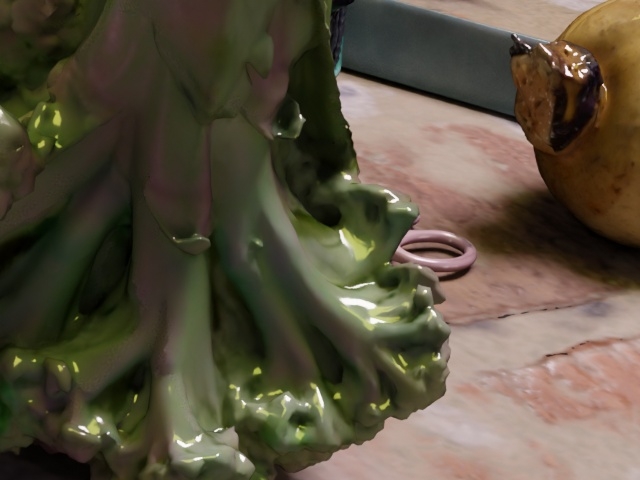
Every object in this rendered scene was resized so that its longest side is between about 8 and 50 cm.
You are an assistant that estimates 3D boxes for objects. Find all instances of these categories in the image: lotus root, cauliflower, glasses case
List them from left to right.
[{"bbox_3d":[-0.054,-0.053,0.493,0.239,0.315,0.256,16,43,-16],"label":"cauliflower"},{"bbox_3d":[0.124,-0.121,1.010,0.266,0.056,0.105,18,1,14],"label":"glasses case"},{"bbox_3d":[0.217,-0.064,0.804,0.257,0.140,0.154,4,58,-19],"label":"lotus root"}]

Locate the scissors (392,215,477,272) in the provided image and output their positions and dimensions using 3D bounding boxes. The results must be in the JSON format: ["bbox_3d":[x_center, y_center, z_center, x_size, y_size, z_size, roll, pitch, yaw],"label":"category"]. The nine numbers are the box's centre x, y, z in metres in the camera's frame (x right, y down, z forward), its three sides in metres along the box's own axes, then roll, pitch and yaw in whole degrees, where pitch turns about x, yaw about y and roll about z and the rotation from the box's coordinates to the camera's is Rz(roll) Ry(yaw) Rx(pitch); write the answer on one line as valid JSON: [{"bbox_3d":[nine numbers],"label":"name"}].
[{"bbox_3d":[0.000,0.000,0.705,0.176,0.022,0.085,-6,33,-41],"label":"scissors"}]

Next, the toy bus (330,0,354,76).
[{"bbox_3d":[-0.042,-0.110,0.853,0.109,0.091,0.261,8,22,8],"label":"toy bus"}]
